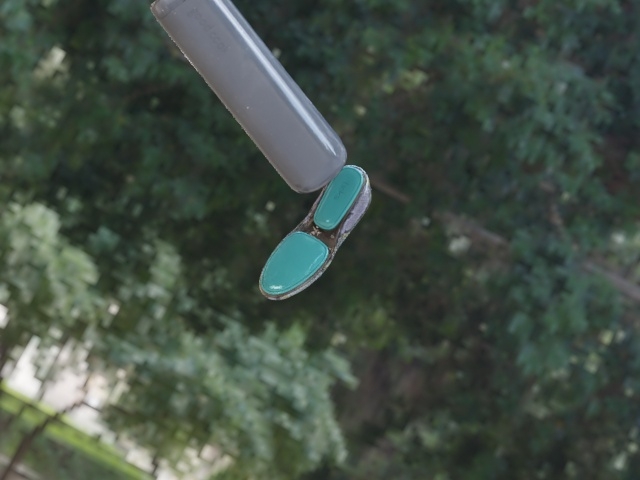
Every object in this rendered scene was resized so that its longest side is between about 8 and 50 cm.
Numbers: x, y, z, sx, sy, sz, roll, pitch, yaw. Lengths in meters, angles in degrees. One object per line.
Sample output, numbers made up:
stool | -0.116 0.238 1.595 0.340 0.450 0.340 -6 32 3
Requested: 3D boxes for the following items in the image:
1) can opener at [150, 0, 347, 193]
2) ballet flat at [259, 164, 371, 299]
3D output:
can opener | -0.063 -0.166 1.137 0.283 0.095 0.076 51 4 -9
ballet flat | 0.000 0.000 1.228 0.041 0.114 0.041 35 -9 7
